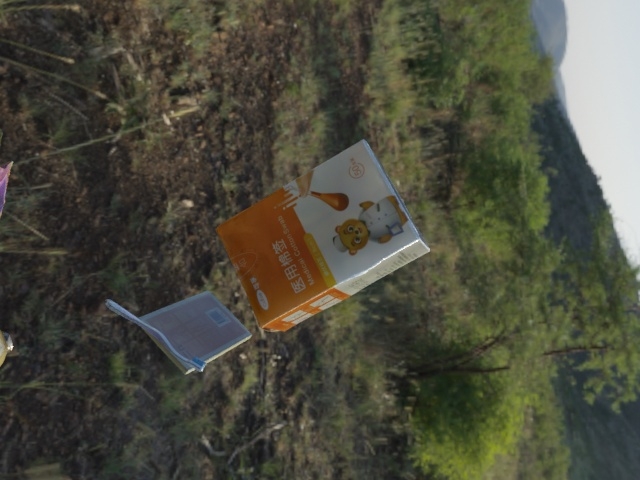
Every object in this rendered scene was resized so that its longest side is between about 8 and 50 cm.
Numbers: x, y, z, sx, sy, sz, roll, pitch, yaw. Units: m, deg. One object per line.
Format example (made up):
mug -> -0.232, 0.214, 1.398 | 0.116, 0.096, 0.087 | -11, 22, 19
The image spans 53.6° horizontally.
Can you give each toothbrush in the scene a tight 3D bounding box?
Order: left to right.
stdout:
toothbrush -> -0.176, 0.099, 0.668 | 0.013, 0.131, 0.011 | -48, 166, -46

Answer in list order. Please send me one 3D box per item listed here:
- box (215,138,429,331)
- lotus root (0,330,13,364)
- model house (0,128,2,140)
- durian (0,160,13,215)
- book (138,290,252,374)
box -> 0.000, 0.000, 1.197 | 0.224, 0.341, 0.143 | 63, 12, 16
lotus root -> -0.709, 0.214, 1.145 | 0.303, 0.131, 0.146 | 0, 102, -47
model house -> -0.912, -0.245, 1.542 | 0.219, 0.136, 0.207 | 31, 16, -45
durian -> -0.759, -0.090, 1.384 | 0.260, 0.154, 0.186 | 142, -75, -81
book -> -0.287, 0.206, 1.479 | 0.170, 0.018, 0.242 | 43, 29, 16
